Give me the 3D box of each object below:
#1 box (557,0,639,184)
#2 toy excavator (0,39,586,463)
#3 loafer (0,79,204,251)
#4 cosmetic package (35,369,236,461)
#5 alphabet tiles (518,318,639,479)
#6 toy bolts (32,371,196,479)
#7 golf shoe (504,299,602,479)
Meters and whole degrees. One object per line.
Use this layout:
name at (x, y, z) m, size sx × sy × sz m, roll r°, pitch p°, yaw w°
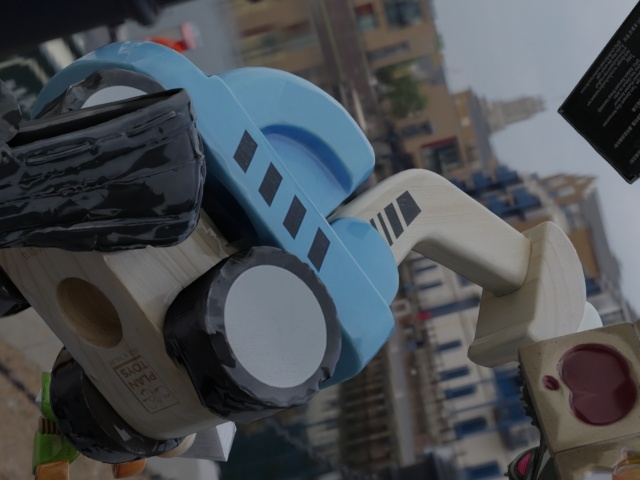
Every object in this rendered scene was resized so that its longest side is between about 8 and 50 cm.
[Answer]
box at (0.190, -0.119, 0.411) m, size 0.045 × 0.184 × 0.190 m, roll 47°, pitch -44°, yaw 16°
toy excavator at (0.000, 0.000, 0.940) m, size 0.433 × 0.222 × 0.445 m, roll 53°, pitch 48°, yaw -9°
loafer at (-0.150, -0.033, 0.510) m, size 0.076 × 0.223 × 0.078 m, roll 17°, pitch -73°, yaw 51°
cosmetic package at (-0.236, 0.224, 1.554) m, size 0.060 × 0.239 × 0.099 m, roll -74°, pitch 162°, yaw -46°
alphabet tiles at (0.184, 0.113, 0.342) m, size 0.009 × 0.198 × 0.237 m, roll 80°, pitch -2°, yaw -59°
toy bolts at (-0.205, 0.269, 1.181) m, size 0.218 × 0.158 × 0.228 m, roll -111°, pitch -150°, yaw -59°
golf shoe at (0.249, 0.168, 1.127) m, size 0.105 × 0.120 × 0.273 m, roll 35°, pitch 53°, yaw -31°
